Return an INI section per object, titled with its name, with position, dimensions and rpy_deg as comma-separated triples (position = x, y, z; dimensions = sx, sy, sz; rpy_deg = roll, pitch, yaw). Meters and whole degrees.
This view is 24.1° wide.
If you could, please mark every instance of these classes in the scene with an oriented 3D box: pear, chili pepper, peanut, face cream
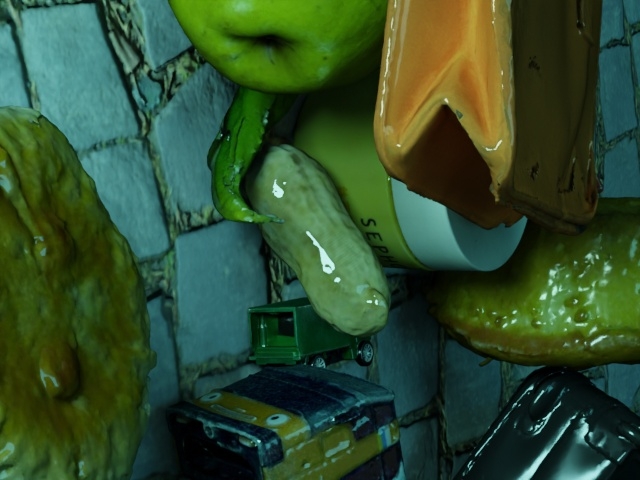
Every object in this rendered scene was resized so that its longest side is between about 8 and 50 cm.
[pear]
position = -0.017, -0.276, 1.328
dimensions = 0.253, 0.253, 0.307
rpy_deg = 44, 44, -49
[chili pepper]
position = -0.035, -0.157, 1.457
dimensions = 0.085, 0.076, 0.359
rpy_deg = 23, 60, -10
[peanut]
position = 0.000, 0.000, 1.462
dimensions = 0.214, 0.099, 0.099
rpy_deg = 52, 32, 12
[face cream]
position = 0.099, -0.078, 1.575
dimensions = 0.218, 0.179, 0.218
rpy_deg = -4, 94, -58

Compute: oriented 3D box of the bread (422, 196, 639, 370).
[bread]
position = 0.311, 0.046, 1.747
dimensions = 0.337, 0.358, 0.204
rpy_deg = -12, 103, -56

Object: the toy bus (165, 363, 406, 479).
[toy bus]
position = -0.017, 0.287, 1.391
dimensions = 0.194, 0.162, 0.323
rpy_deg = -21, 110, -37

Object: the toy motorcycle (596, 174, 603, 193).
[toy motorcycle]
position = 0.218, -0.119, 1.774
dimensions = 0.272, 0.123, 0.182
rpy_deg = 14, 41, -42

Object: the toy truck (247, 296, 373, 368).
[toy truck]
position = -0.007, 0.098, 1.525
dimensions = 0.147, 0.065, 0.079
rpy_deg = -5, 92, -56

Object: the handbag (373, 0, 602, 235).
[handbag]
position = 0.172, -0.167, 1.344
dimensions = 0.410, 0.116, 0.303
rpy_deg = 18, 77, -69

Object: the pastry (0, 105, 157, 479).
[pastry]
position = -0.235, 0.063, 1.053
dimensions = 0.330, 0.136, 0.329
rpy_deg = 43, 40, -51

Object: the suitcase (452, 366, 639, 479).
[suitcase]
position = 0.279, 0.347, 1.792
dimensions = 0.345, 0.188, 0.339
rpy_deg = -55, 145, -4
